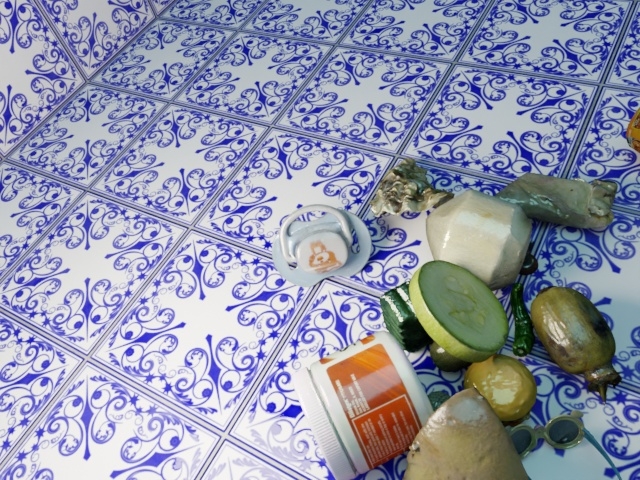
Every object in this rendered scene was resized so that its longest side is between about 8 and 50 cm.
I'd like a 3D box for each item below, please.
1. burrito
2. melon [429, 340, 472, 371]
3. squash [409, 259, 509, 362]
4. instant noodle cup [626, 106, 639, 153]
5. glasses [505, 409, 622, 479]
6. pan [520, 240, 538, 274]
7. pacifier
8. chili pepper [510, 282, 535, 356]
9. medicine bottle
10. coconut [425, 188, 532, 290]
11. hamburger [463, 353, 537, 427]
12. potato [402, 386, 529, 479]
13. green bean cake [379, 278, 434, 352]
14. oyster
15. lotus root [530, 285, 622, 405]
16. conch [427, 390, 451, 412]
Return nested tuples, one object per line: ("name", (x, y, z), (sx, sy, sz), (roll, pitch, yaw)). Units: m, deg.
("burrito", (0.625, -0.113, 1.532), (0.347, 0.107, 0.175), (5, 38, 15))
("melon", (0.335, 0.249, 1.325), (0.162, 0.099, 0.099), (-27, 51, -10))
("squash", (0.312, 0.149, 1.256), (0.252, 0.049, 0.252), (19, 43, -20))
("instant noodle cup", (0.968, -0.294, 1.517), (0.230, 0.230, 0.182), (-29, 43, -9))
("glasses", (0.481, 0.462, 1.103), (0.189, 0.088, 0.221), (-10, 39, -7))
("pan", (0.546, 0.039, 1.481), (0.068, 0.023, 0.115), (14, 58, 25))
("pacifier", (0.000, 0.000, 1.581), (0.278, 0.228, 0.207), (-14, 11, 3))
("chili pepper", (0.484, 0.194, 1.347), (0.050, 0.073, 0.182), (-18, 53, 31))
("medicine bottle", (0.094, 0.352, 1.208), (0.240, 0.253, 0.252), (-25, 51, -6))
("coconut", (0.390, -0.006, 1.423), (0.265, 0.237, 0.237), (19, 60, 28))
("hamburger", (0.394, 0.333, 1.234), (0.162, 0.115, 0.162), (-9, 51, 11))
("potato", (0.281, 0.458, 1.082), (0.211, 0.264, 0.189), (-24, 41, -12))
("green bean cake", (0.250, 0.164, 1.346), (0.193, 0.208, 0.107), (-27, 54, -4))
("oyster", (0.257, -0.147, 1.602), (0.237, 0.115, 0.351), (-3, 28, 12))
("lotus root", (0.581, 0.225, 1.258), (0.154, 0.154, 0.278), (-19, 58, 0))
("conch", (0.272, 0.373, 1.276), (0.076, 0.057, 0.085), (-29, 51, -25))
